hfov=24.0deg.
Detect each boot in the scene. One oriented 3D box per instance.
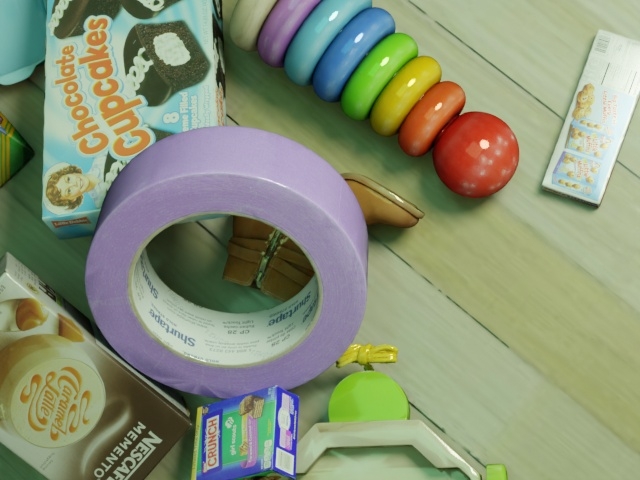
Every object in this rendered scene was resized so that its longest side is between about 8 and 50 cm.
[{"bbox_3d":[0.000,0.000,1.580,0.197,0.073,0.152,17,86,19],"label":"boot"}]

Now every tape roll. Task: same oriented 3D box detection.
[{"bbox_3d":[-0.090,0.025,1.493,0.275,0.090,0.275,2,124,2],"label":"tape roll"}]

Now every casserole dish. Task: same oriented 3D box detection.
[{"bbox_3d":[-0.360,-0.260,1.699,0.114,0.037,0.188,-19,77,6],"label":"casserole dish"}]

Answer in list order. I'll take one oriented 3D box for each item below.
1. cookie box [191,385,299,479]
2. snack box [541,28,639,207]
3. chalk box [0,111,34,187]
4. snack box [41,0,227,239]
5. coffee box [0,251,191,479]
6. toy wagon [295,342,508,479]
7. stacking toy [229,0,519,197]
[{"bbox_3d":[-0.076,0.203,1.514,0.107,0.040,0.092,-20,54,33],"label":"cookie box"},{"bbox_3d":[0.290,-0.128,1.571,0.064,0.022,0.178,20,84,12],"label":"snack box"},{"bbox_3d":[-0.458,-0.123,1.563,0.180,0.289,0.179,-43,76,1],"label":"chalk box"},{"bbox_3d":[-0.197,-0.165,1.604,0.187,0.060,0.322,-8,64,8],"label":"snack box"},{"bbox_3d":[-0.268,0.148,1.529,0.246,0.098,0.141,41,91,-16],"label":"coffee box"},{"bbox_3d":[0.057,0.276,1.520,0.267,0.068,0.344,-3,78,9],"label":"toy wagon"},{"bbox_3d":[0.070,-0.169,1.567,0.330,0.141,0.141,39,89,9],"label":"stacking toy"}]
